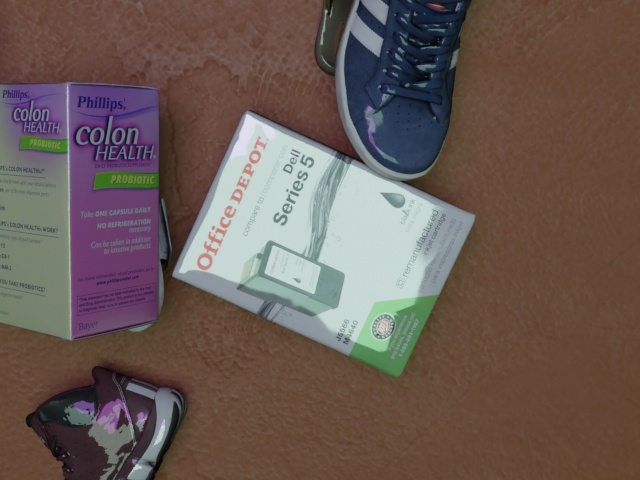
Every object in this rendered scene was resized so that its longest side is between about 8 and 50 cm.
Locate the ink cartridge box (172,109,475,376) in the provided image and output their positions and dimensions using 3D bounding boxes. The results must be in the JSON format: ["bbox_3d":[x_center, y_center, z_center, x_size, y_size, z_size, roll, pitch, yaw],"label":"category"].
[{"bbox_3d":[0.000,0.000,0.983,0.273,0.115,0.198,24,96,-5],"label":"ink cartridge box"}]

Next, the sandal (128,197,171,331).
[{"bbox_3d":[-0.215,-0.033,0.987,0.102,0.076,0.265,-27,79,35],"label":"sandal"}]

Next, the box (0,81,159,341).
[{"bbox_3d":[-0.281,-0.039,0.914,0.214,0.117,0.242,6,99,35],"label":"box"}]

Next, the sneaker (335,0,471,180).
[{"bbox_3d":[0.103,-0.239,0.895,0.131,0.148,0.349,6,82,-20],"label":"sneaker"}]

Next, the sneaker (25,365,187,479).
[{"bbox_3d":[-0.282,0.273,1.023,0.163,0.106,0.281,26,85,0],"label":"sneaker"}]

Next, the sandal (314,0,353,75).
[{"bbox_3d":[0.031,-0.273,0.982,0.072,0.049,0.180,8,97,-4],"label":"sandal"}]
